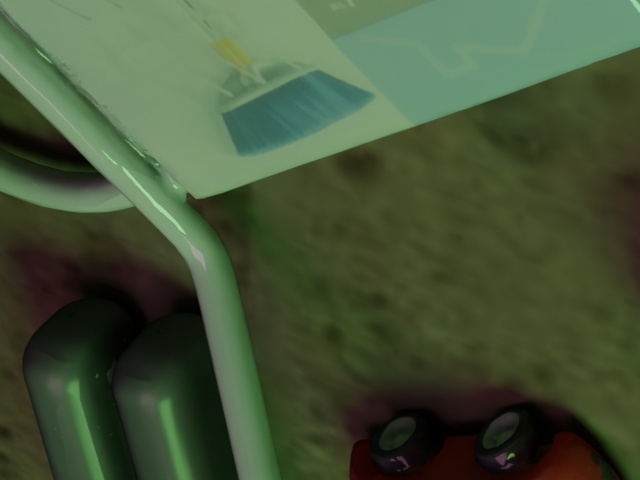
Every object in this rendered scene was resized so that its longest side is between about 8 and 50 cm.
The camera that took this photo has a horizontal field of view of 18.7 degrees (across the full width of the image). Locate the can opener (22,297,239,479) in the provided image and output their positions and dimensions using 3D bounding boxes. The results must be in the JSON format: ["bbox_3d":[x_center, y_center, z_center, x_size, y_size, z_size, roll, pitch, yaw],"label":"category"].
[{"bbox_3d":[-0.037,0.136,0.706,0.074,0.093,0.280,6,128,28],"label":"can opener"}]

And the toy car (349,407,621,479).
[{"bbox_3d":[0.109,0.068,0.534,0.239,0.053,0.225,18,142,17],"label":"toy car"}]

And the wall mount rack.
[{"bbox_3d":[0.000,0.000,0.469,0.350,0.130,0.304,-16,126,46],"label":"wall mount rack"}]
